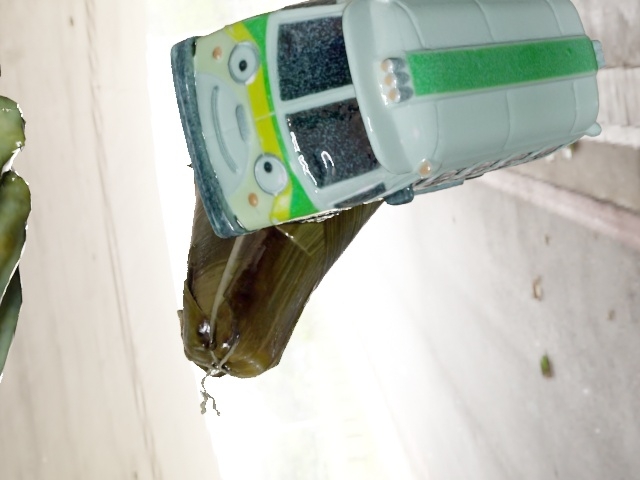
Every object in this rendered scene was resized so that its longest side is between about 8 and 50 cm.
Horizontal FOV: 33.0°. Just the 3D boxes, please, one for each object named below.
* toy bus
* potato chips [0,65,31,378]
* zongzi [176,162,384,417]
[{"bbox_3d":[0.056,-0.094,0.703,0.276,0.164,0.134,-16,-87,-47],"label":"toy bus"},{"bbox_3d":[-0.253,0.105,0.507,0.358,0.070,0.429,82,-152,-67],"label":"potato chips"},{"bbox_3d":[0.000,0.000,0.887,0.248,0.241,0.111,-89,-24,-47],"label":"zongzi"}]
